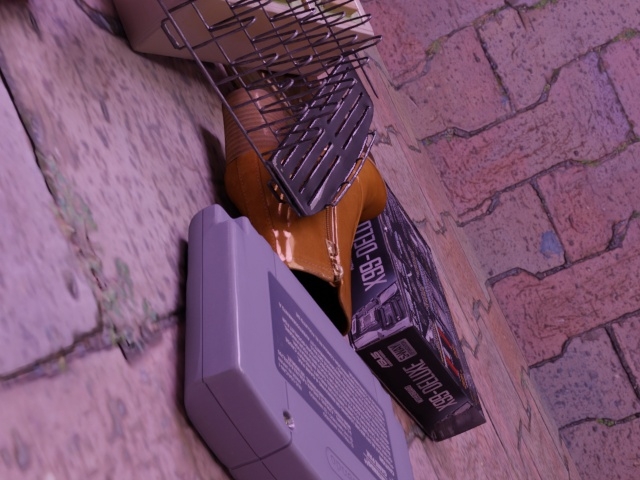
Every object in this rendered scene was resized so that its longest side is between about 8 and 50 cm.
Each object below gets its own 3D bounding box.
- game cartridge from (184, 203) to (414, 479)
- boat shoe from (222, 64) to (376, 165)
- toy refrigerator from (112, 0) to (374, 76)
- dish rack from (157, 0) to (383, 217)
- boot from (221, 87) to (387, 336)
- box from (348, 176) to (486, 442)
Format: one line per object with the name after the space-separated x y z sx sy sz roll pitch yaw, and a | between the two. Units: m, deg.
-0.007 0.132 0.660 0.297 0.062 0.198 54 22 -37 | game cartridge
-0.038 -0.132 0.975 0.285 0.089 0.104 51 36 -33 | boat shoe
-0.065 -0.229 0.821 0.269 0.094 0.102 -6 70 -55 | toy refrigerator
-0.021 -0.164 0.712 0.271 0.074 0.208 58 41 -27 | dish rack
0.001 -0.001 0.855 0.295 0.104 0.211 33 39 -56 | boot
0.098 0.064 1.113 0.242 0.076 0.307 51 19 -44 | box
